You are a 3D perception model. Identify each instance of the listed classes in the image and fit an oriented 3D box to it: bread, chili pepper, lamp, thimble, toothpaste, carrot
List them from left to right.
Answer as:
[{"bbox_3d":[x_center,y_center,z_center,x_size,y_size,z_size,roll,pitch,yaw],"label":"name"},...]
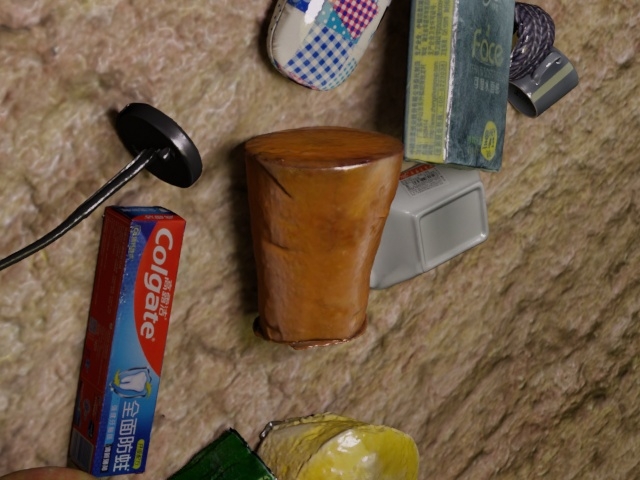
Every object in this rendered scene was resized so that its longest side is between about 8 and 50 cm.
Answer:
[{"bbox_3d":[-0.302,-0.010,1.477,0.371,0.108,0.130,-41,107,-5],"label":"lamp"},{"bbox_3d":[-0.228,0.119,1.580,0.076,0.066,0.321,-1,109,-38],"label":"toothpaste"},{"bbox_3d":[-0.175,0.359,1.677,0.270,0.136,0.099,-41,153,-9],"label":"chili pepper"},{"bbox_3d":[0.000,0.000,1.629,0.196,0.196,0.254,-13,116,-33],"label":"carrot"},{"bbox_3d":[0.020,0.311,1.778,0.197,0.170,0.197,-14,115,-34],"label":"bread"},{"bbox_3d":[0.254,-0.262,1.778,0.066,0.095,0.104,3,107,-40],"label":"thimble"}]

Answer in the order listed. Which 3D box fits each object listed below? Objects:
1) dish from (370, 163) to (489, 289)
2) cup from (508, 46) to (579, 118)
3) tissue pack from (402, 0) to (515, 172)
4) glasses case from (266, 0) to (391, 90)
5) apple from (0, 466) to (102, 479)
[{"bbox_3d":[0.139,-0.016,1.809,0.234,0.064,0.154,-26,123,-26],"label":"dish"},{"bbox_3d":[0.298,-0.220,1.833,0.077,0.078,0.100,-42,165,-12],"label":"cup"},{"bbox_3d":[0.170,-0.218,1.674,0.185,0.081,0.257,1,93,-63],"label":"tissue pack"},{"bbox_3d":[0.040,-0.335,1.595,0.125,0.076,0.328,24,92,-39],"label":"glasses case"},{"bbox_3d":[-0.308,0.384,1.495,0.256,0.234,0.257,-2,102,-11],"label":"apple"}]
